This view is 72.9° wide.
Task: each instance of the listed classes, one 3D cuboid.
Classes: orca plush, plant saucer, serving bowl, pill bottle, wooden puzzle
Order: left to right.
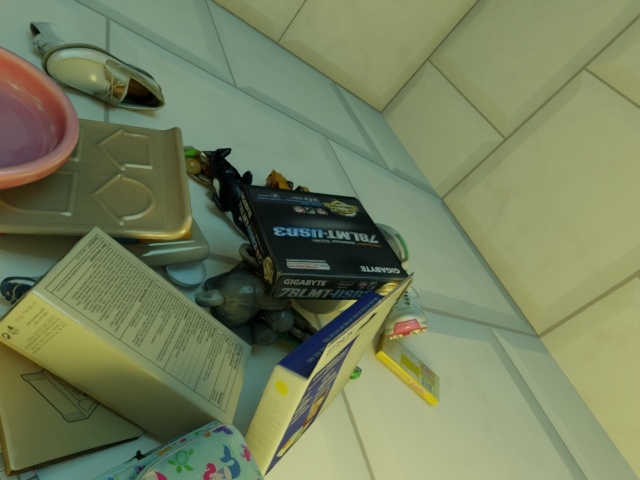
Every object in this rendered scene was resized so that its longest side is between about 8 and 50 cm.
[{"bbox_3d":[-0.551,-0.190,0.644,0.332,0.084,0.332,27,37,-22],"label":"plant saucer"},{"bbox_3d":[-0.426,-0.110,0.787,0.348,0.080,0.322,-1,46,-22],"label":"wooden puzzle"},{"bbox_3d":[-0.356,-0.053,0.860,0.221,0.044,0.238,-6,53,-44],"label":"wooden puzzle"},{"bbox_3d":[-0.269,0.063,0.866,0.083,0.027,0.083,21,36,-16],"label":"serving bowl"},{"bbox_3d":[-0.206,-0.149,1.136,0.151,0.102,0.287,27,35,-49],"label":"orca plush"},{"bbox_3d":[0.081,0.066,1.142,0.204,0.204,0.361,52,28,16],"label":"pill bottle"}]

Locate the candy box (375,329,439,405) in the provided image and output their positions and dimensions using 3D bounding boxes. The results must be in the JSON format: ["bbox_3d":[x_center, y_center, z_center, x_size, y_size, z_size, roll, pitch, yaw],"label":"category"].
[{"bbox_3d":[0.235,0.337,1.156,0.206,0.027,0.105,42,23,-2],"label":"candy box"}]

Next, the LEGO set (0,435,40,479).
[{"bbox_3d":[-0.392,0.282,0.401,0.182,0.060,0.244,52,17,16],"label":"LEGO set"}]

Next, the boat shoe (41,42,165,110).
[{"bbox_3d":[-0.525,-0.402,1.093,0.103,0.113,0.302,46,26,18],"label":"boat shoe"}]

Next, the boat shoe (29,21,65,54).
[{"bbox_3d":[-0.673,-0.485,1.070,0.063,0.066,0.184,-9,58,-40],"label":"boat shoe"}]

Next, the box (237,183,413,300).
[{"bbox_3d":[0.000,0.000,0.905,0.296,0.073,0.293,5,35,-27],"label":"box"}]

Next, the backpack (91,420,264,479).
[{"bbox_3d":[-0.168,0.338,0.464,0.254,0.191,0.225,-6,55,-49],"label":"backpack"}]

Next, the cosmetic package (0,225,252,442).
[{"bbox_3d":[-0.258,0.144,0.623,0.309,0.113,0.160,46,24,-21],"label":"cosmetic package"}]

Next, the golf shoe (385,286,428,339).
[{"bbox_3d":[0.221,0.186,1.170,0.306,0.115,0.140,23,53,-77],"label":"golf shoe"}]

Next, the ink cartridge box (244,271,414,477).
[{"bbox_3d":[0.012,0.199,0.725,0.072,0.307,0.304,33,28,21],"label":"ink cartridge box"}]

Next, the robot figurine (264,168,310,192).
[{"bbox_3d":[-0.079,-0.081,1.266,0.211,0.085,0.291,25,32,-31],"label":"robot figurine"}]

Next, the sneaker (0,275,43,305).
[{"bbox_3d":[-0.409,0.073,0.658,0.135,0.052,0.058,24,25,-49],"label":"sneaker"}]

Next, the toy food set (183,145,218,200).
[{"bbox_3d":[-0.313,-0.196,1.164,0.192,0.038,0.132,46,27,4],"label":"toy food set"}]

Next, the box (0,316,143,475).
[{"bbox_3d":[-0.344,0.189,0.583,0.164,0.021,0.201,12,39,-56],"label":"box"}]

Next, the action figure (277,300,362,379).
[{"bbox_3d":[0.001,0.233,0.963,0.232,0.063,0.137,41,24,-12],"label":"action figure"}]

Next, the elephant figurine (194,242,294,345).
[{"bbox_3d":[-0.151,0.093,0.890,0.170,0.185,0.239,-13,35,-8],"label":"elephant figurine"}]
